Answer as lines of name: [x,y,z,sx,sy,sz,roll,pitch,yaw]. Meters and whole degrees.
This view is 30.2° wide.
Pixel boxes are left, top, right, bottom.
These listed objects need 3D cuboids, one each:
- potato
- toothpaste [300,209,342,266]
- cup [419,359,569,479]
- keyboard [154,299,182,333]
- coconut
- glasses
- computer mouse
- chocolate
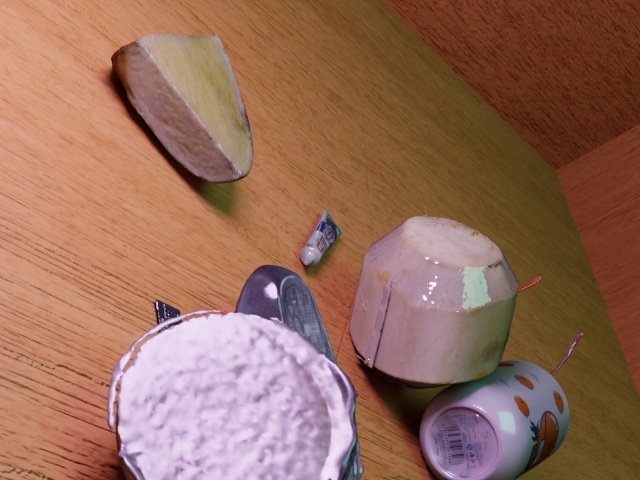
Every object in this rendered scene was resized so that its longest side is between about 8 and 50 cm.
potato: [-0.214,-0.197,1.915,0.255,0.112,0.269,65,27,1]
toothpaste: [0.000,0.000,2.202,0.060,0.038,0.233,58,21,-10]
cup: [0.319,0.350,2.224,0.317,0.212,0.212,-5,68,-62]
keyboard: [-0.204,0.154,1.650,0.053,0.010,0.155,30,37,-47]
coconut: [0.200,0.124,2.139,0.323,0.323,0.323,45,28,-31]
glasses: [0.404,0.223,2.480,0.234,0.268,0.118,51,6,-14]
computer mouse: [-0.047,0.222,1.760,0.203,0.114,0.374,6,66,-65]
chocolate: [-0.119,0.260,1.444,0.303,0.213,0.303,7,51,-9]
